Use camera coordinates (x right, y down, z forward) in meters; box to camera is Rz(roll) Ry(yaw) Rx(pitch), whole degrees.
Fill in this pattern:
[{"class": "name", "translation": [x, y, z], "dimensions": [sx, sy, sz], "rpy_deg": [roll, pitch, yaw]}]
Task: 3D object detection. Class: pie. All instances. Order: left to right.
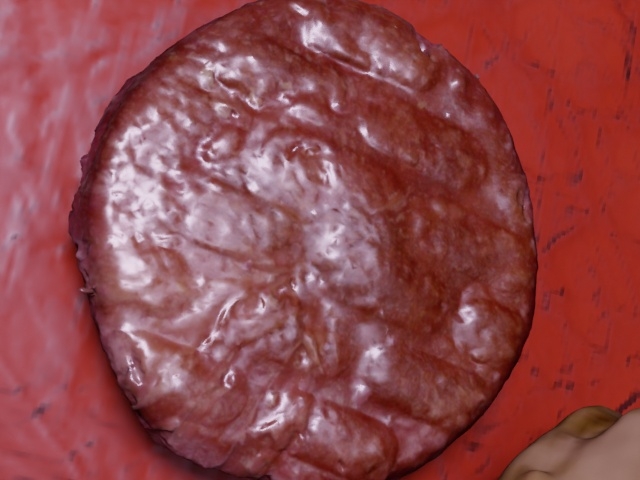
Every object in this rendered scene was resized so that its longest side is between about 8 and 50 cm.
[{"class": "pie", "translation": [0.000, 0.000, 0.435], "dimensions": [0.182, 0.049, 0.182], "rpy_deg": [4, 80, -23]}]

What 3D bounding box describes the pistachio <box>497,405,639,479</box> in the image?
[{"class": "pistachio", "translation": [0.099, 0.187, 0.402], "dimensions": [0.260, 0.163, 0.213], "rpy_deg": [-54, 125, -32]}]
